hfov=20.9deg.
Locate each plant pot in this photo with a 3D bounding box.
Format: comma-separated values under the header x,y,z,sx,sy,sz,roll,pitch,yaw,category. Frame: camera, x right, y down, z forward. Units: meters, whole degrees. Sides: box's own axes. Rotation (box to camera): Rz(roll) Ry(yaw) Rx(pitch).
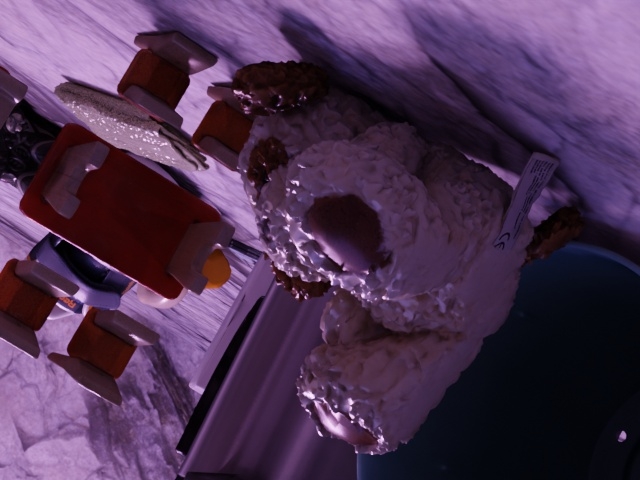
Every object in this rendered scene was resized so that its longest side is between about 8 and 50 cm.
x,y,z,sx,sy,sz,roll,pitch,yaw,category
0.212,0.165,1.264,0.293,0.293,0.235,20,-179,42,plant pot

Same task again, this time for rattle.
x,y,z,sx,sy,sz,roll,pitch,yaw,category
-0.128,0.021,2.056,0.143,0.130,0.199,30,145,-24,rattle

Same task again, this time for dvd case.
x,y,z,sx,sy,sz,roll,pitch,yaw,category
-0.052,0.038,2.124,0.119,0.013,0.087,26,170,28,dvd case

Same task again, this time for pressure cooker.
x,y,z,sx,sy,sz,roll,pitch,yaw,category
0.053,0.234,1.611,0.370,0.420,0.375,26,171,-6,pressure cooker

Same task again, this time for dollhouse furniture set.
x,y,z,sx,sy,sz,roll,pitch,yaw,category
-0.196,-0.048,1.331,0.259,0.262,0.135,33,172,-24,dollhouse furniture set

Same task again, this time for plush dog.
x,y,z,sx,sy,sz,roll,pitch,yaw,category
0.032,-0.023,1.184,0.225,0.210,0.262,39,149,33,plush dog

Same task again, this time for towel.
x,y,z,sx,sy,sz,roll,pitch,yaw,category
-0.185,-0.109,1.687,0.148,0.027,0.110,22,168,35,towel

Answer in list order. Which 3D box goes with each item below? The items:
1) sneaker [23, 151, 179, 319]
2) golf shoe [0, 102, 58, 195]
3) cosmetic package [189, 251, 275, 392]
x,y,z,sx,sy,sz,roll,pitch,yaw,category
-0.250,0.012,1.978,0.126,0.127,0.321,42,151,-2,sneaker
-0.380,-0.119,1.985,0.120,0.105,0.273,30,173,40,golf shoe
0.054,0.170,1.965,0.365,0.197,0.155,31,171,-2,cosmetic package
